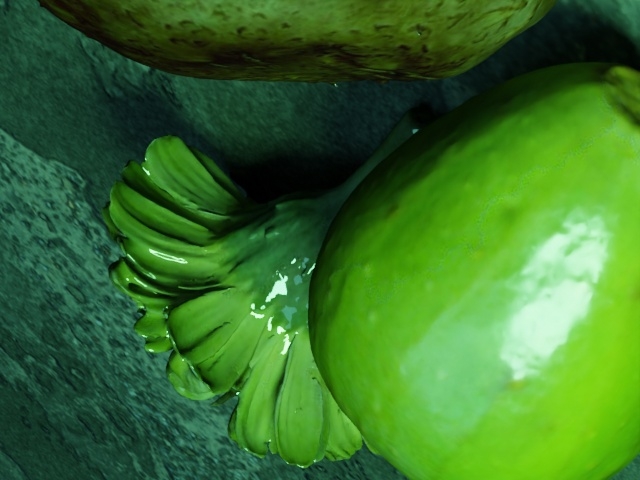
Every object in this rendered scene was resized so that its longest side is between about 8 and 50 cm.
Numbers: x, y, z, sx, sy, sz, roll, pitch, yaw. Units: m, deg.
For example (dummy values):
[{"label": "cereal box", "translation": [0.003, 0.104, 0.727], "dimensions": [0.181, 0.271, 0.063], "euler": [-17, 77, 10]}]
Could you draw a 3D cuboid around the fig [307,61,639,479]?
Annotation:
[{"label": "fig", "translation": [0.132, 0.020, 1.235], "dimensions": [0.258, 0.258, 0.326], "euler": [34, 131, 14]}]

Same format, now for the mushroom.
[{"label": "mushroom", "translation": [-0.014, -0.190, 1.086], "dimensions": [0.345, 0.345, 0.239], "euler": [-8, 102, 53]}]

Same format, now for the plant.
[{"label": "plant", "translation": [-0.024, 0.003, 1.497], "dimensions": [0.306, 0.297, 0.261], "euler": [10, -165, -29]}]
